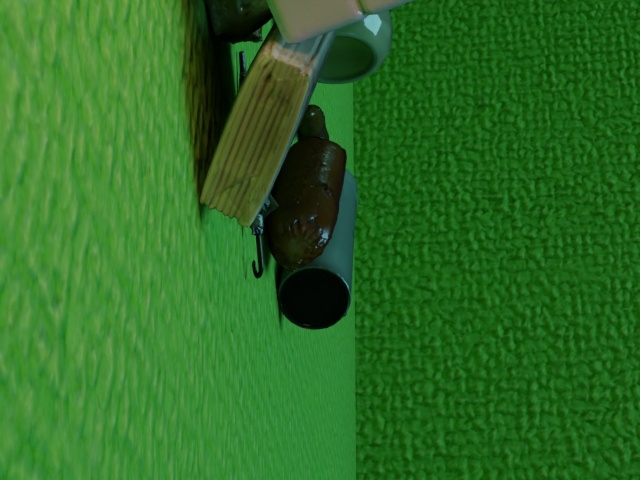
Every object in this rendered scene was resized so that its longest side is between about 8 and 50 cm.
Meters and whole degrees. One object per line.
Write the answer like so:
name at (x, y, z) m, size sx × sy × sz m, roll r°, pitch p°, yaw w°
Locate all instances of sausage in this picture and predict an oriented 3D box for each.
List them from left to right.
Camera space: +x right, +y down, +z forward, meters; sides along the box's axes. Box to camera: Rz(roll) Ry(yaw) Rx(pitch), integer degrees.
sausage at (-0.019, -0.064, 1.854) m, size 0.330 × 0.102 × 0.102 m, roll -80°, pitch 167°, yaw -64°

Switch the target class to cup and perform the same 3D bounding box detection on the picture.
cup at (0.019, -0.380, 2.018) m, size 0.255 × 0.173 × 0.202 m, roll 81°, pitch 7°, yaw -59°

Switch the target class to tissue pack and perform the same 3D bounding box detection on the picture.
tissue pack at (-0.045, -0.153, 1.373) m, size 0.325 × 0.071 × 0.170 m, roll -73°, pitch -171°, yaw -66°

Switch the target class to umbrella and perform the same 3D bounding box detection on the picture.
umbrella at (-0.075, -0.090, 1.550) m, size 0.044 × 0.044 × 0.269 m, roll 174°, pitch -88°, yaw -67°

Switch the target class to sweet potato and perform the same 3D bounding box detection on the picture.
sweet potato at (-0.013, -0.189, 2.265) m, size 0.218 × 0.051 × 0.065 m, roll 73°, pitch 12°, yaw -75°

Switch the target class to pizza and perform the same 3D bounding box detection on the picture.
pizza at (-0.073, -0.275, 1.433) m, size 0.188 × 0.080 × 0.204 m, roll -85°, pitch 172°, yaw -47°

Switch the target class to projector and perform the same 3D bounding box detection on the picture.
projector at (0.000, 0.000, 1.996) m, size 0.337 × 0.108 × 0.108 m, roll -84°, pitch 170°, yaw -60°

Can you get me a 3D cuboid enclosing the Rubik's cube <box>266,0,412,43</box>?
Rubik's cube at (0.059, -0.422, 1.261) m, size 0.322 × 0.318 × 0.316 m, roll -87°, pitch 155°, yaw -59°
